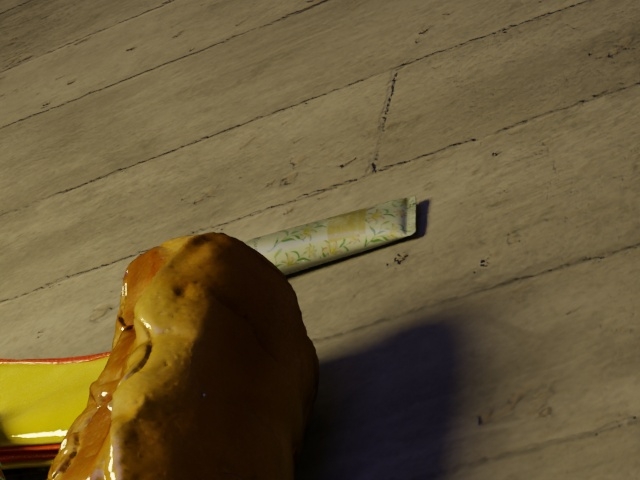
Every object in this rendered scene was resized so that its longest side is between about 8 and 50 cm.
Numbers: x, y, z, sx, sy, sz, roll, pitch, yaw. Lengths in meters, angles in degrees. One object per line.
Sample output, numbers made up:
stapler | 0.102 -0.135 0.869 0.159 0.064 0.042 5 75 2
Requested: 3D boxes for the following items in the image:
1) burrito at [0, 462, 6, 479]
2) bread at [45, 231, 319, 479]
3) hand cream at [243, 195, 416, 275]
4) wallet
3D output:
burrito | -0.303 0.244 1.459 0.104 0.054 0.288 -55 42 14
bread | -0.094 0.138 1.332 0.149 0.195 0.344 -24 30 25
hand cream | 0.000 0.000 1.635 0.194 0.042 0.067 -18 28 15
wallet | -0.245 0.160 1.586 0.241 0.067 0.141 -8 35 30
